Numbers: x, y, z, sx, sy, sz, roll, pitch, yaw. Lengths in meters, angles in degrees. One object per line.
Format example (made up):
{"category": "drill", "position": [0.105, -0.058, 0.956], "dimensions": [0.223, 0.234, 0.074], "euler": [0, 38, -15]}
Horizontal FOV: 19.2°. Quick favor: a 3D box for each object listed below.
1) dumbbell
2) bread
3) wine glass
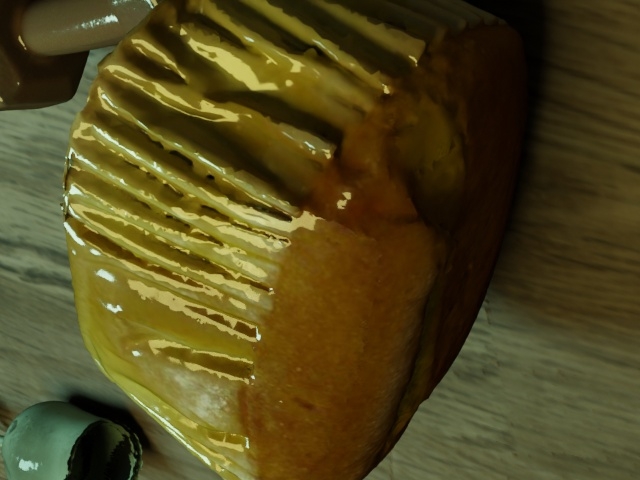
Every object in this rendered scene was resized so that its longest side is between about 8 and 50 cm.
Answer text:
{"category": "dumbbell", "position": [-0.116, -0.118, 0.985], "dimensions": [0.082, 0.092, 0.231], "euler": [30, 159, -36]}
{"category": "bread", "position": [0.000, 0.000, 0.892], "dimensions": [0.156, 0.204, 0.288], "euler": [33, 142, 21]}
{"category": "wine glass", "position": [-0.221, 0.155, 1.415], "dimensions": [0.195, 0.079, 0.079], "euler": [5, 132, 45]}
